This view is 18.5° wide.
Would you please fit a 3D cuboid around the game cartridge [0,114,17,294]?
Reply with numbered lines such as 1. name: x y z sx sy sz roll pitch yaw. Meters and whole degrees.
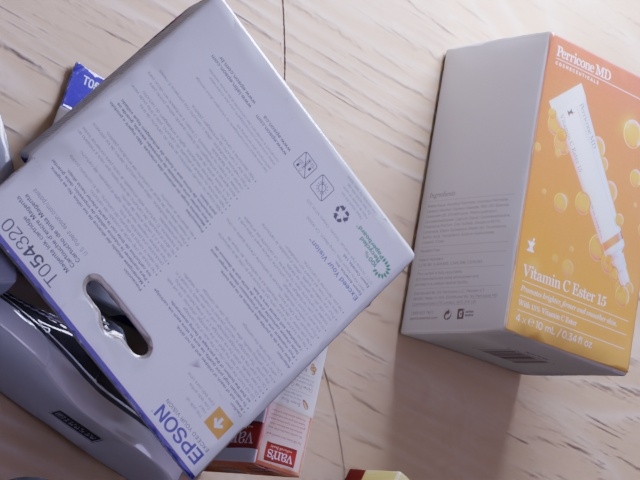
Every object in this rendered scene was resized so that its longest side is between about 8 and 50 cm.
1. game cartridge: -0.369 -0.087 1.722 0.198 0.062 0.297 3 64 -46

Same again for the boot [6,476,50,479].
1. boot: -0.185 0.342 1.711 0.445 0.146 0.367 -22 116 -73

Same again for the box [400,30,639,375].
1. box: 0.247 -0.036 2.242 0.215 0.168 0.345 19 74 -39

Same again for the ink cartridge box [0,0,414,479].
1. ink cartridge box: -0.118 -0.005 1.820 0.330 0.071 0.324 -44 106 -25

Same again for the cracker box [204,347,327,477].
1. cracker box: -0.068 0.116 1.965 0.067 0.156 0.232 23 72 -38

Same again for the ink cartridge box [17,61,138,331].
1. ink cartridge box: -0.183 -0.034 1.946 0.223 0.045 0.224 28 69 -36

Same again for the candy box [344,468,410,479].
1. candy box: 0.119 0.410 2.155 0.316 0.087 0.183 44 61 -31

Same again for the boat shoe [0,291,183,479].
1. boat shoe: -0.227 0.117 1.855 0.301 0.108 0.102 41 57 -26
